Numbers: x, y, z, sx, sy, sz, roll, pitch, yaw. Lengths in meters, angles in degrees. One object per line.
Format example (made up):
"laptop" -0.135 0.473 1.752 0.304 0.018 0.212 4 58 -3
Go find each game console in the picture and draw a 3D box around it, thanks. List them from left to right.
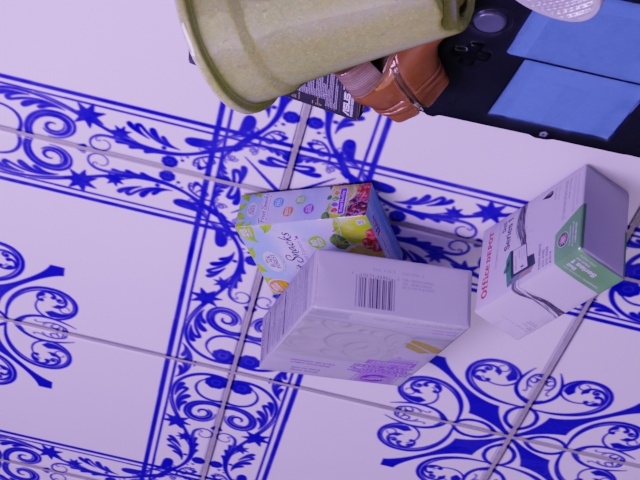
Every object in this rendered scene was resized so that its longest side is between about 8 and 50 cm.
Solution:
"game console" 0.335 -0.222 1.914 0.387 0.060 0.342 11 146 -11

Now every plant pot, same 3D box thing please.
"plant pot" 0.018 -0.285 1.623 0.254 0.276 0.276 -7 139 23

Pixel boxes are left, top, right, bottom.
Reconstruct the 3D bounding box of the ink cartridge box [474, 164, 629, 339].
"ink cartridge box" 0.325 0.020 2.184 0.093 0.160 0.219 32 137 -23

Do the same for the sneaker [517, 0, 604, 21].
"sneaker" 0.222 -0.372 1.697 0.282 0.161 0.102 40 148 3

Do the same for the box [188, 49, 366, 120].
"box" -0.040 -0.306 1.887 0.242 0.076 0.307 20 143 12

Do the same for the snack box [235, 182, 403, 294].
"snack box" 0.000 0.000 2.308 0.207 0.070 0.174 -5 141 21

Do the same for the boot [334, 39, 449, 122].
"boot" 0.123 -0.223 1.854 0.197 0.073 0.152 -28 147 21

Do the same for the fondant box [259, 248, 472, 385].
"fondant box" 0.062 0.123 2.337 0.238 0.096 0.330 8 159 -13
